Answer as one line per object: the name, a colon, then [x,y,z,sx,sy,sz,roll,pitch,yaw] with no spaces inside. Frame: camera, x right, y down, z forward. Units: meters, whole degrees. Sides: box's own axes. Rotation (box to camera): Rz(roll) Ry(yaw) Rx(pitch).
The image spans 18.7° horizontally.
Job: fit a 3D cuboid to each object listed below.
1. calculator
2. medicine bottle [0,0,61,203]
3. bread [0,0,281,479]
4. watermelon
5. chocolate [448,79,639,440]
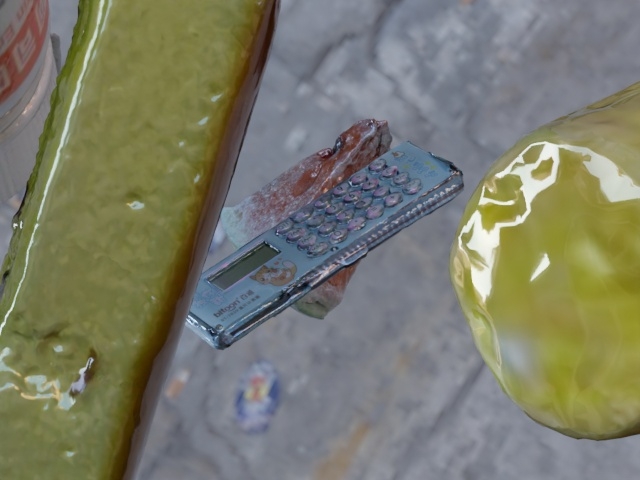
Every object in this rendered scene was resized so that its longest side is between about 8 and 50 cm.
calculator: [0.000,0.000,1.023,0.172,0.018,0.057,-34,40,-22]
medicine bottle: [-0.202,-0.121,0.915,0.144,0.252,0.144,0,64,0]
bread: [-0.099,0.036,0.782,0.138,0.077,0.361,-121,48,-78]
watermelon: [-0.005,-0.014,1.497,0.121,0.098,0.158,5,61,51]
chocolate: [0.216,-0.034,0.603,0.162,0.445,0.162,24,123,43]
